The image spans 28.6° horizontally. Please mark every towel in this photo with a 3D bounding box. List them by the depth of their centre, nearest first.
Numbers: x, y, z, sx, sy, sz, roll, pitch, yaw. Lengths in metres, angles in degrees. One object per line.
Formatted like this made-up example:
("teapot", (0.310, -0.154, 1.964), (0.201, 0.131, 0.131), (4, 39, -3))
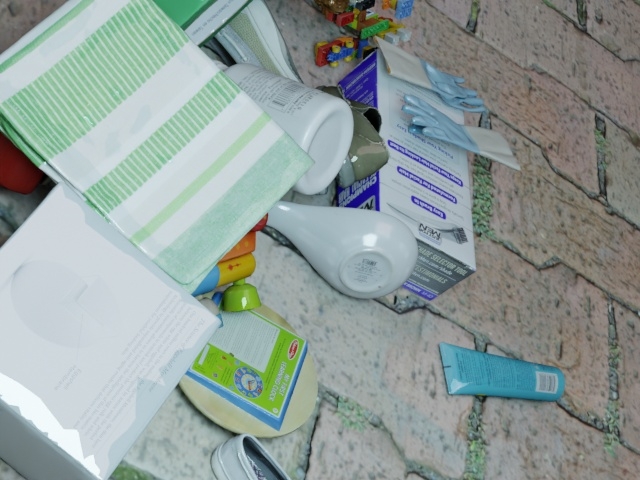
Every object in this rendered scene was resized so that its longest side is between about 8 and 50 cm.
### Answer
("towel", (-0.193, -0.124, 1.387), (0.325, 0.038, 0.248), (45, 64, -5))

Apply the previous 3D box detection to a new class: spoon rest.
("spoon rest", (0.000, 0.000, 1.672), (0.276, 0.137, 0.084), (17, 31, -18))

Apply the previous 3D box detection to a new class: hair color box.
("hair color box", (0.123, -0.100, 1.865), (0.185, 0.110, 0.339), (27, 44, -29))

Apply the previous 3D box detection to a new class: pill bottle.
("pill bottle", (-0.084, -0.157, 1.628), (0.229, 0.131, 0.131), (24, 32, 25))

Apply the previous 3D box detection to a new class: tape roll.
("tape roll", (-0.156, -0.312, 1.592), (0.077, 0.321, 0.321), (49, 40, -4))

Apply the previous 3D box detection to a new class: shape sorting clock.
("shape sorting clock", (-0.094, 0.149, 1.522), (0.206, 0.040, 0.206), (20, 41, -19))

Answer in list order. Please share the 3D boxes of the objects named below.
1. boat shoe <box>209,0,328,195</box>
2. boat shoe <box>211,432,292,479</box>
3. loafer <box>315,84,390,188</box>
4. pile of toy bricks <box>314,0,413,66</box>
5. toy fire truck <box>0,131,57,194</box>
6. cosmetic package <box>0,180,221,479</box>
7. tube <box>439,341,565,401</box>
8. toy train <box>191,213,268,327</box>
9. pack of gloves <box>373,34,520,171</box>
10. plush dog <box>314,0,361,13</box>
("boat shoe", (-0.073, -0.199, 1.767), (0.103, 0.118, 0.320), (-22, 76, -4))
("boat shoe", (-0.046, 0.298, 1.437), (0.184, 0.063, 0.066), (55, 40, 5))
("loafer", (0.045, -0.151, 1.773), (0.251, 0.087, 0.094), (-106, -177, -58))
("pile of toy bricks", (0.049, -0.357, 2.007), (0.105, 0.118, 0.212), (33, 41, 30))
("toy fire truck", (-0.291, -0.065, 1.439), (0.217, 0.158, 0.246), (18, 40, -34))
("cosmetic package", (-0.265, 0.107, 1.285), (0.224, 0.138, 0.224), (42, 55, -9))
("tube", (0.262, 0.197, 1.820), (0.207, 0.052, 0.080), (12, 48, -31))
("toy train", (-0.100, 0.022, 1.524), (0.248, 0.105, 0.143), (-18, 99, -52))
("pack of gloves", (0.179, -0.193, 1.889), (0.232, 0.046, 0.195), (17, 39, -40))
("plush dog", (-0.046, -0.432, 1.813), (0.262, 0.211, 0.225), (16, 41, 1))
